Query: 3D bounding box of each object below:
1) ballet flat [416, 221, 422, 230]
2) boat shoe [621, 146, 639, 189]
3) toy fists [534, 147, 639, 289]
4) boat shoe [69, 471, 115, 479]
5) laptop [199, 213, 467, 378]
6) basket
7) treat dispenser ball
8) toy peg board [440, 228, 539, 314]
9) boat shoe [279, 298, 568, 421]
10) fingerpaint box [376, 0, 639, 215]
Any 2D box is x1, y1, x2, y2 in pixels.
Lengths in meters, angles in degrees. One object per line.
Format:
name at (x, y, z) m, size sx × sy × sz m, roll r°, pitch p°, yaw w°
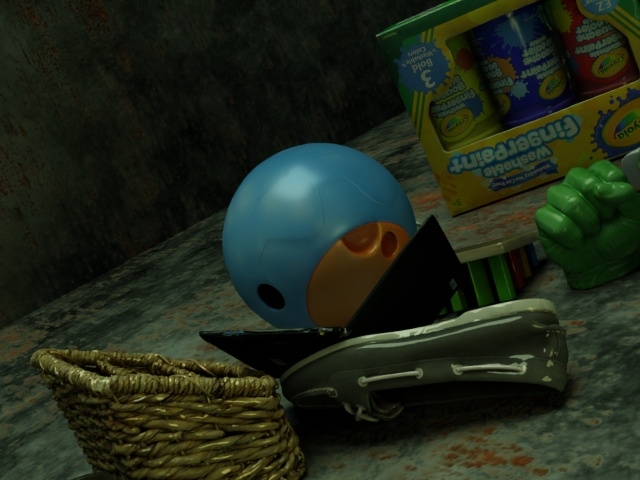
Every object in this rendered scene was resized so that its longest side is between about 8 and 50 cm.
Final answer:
ballet flat at (0.147, 0.000, 1.742) m, size 0.087 × 0.083 × 0.247 m, roll -1°, pitch 11°, yaw -5°
boat shoe at (0.555, -0.135, 1.444) m, size 0.084 × 0.095 × 0.258 m, roll -36°, pitch 17°, yaw -28°
toy fists at (0.406, -0.049, 1.244) m, size 0.279 × 0.142 × 0.096 m, roll -23°, pitch 12°, yaw 7°
boat shoe at (-0.207, 0.318, 0.963) m, size 0.111 × 0.104 × 0.307 m, roll -17°, pitch 9°, yaw -10°
laptop at (0.026, 0.077, 1.188) m, size 0.265 × 0.136 × 0.234 m, roll -3°, pitch -20°, yaw 17°
basket at (-0.169, 0.187, 1.158) m, size 0.213 × 0.223 × 0.299 m, roll -30°, pitch 12°, yaw -24°
treat dispenser ball at (0.000, 0.000, 1.477) m, size 0.288 × 0.288 × 0.288 m, roll -23°, pitch 12°, yaw 5°
toy peg board at (0.225, 0.047, 1.398) m, size 0.161 × 0.079 × 0.161 m, roll -15°, pitch -1°, yaw 34°
boat shoe at (0.101, 0.149, 1.068) m, size 0.335 × 0.095 × 0.112 m, roll -19°, pitch -27°, yaw 26°
fingerpaint box at (0.381, -0.299, 1.824) m, size 0.445 × 0.371 × 0.163 m, roll -19°, pitch 13°, yaw 20°
